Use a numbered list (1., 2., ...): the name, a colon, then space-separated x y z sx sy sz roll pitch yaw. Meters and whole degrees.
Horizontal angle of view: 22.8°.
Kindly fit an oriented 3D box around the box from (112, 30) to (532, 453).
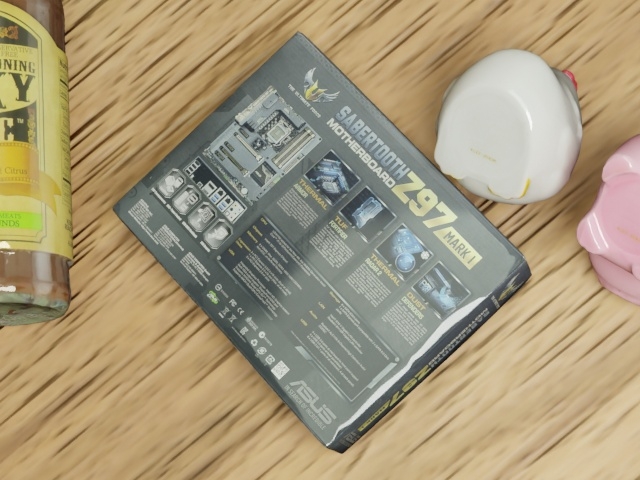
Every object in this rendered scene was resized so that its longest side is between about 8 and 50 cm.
1. box: 0.000 0.000 1.084 0.183 0.059 0.232 -44 74 0

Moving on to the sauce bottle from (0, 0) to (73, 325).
1. sauce bottle: -0.235 -0.115 1.127 0.111 0.111 0.344 -7 78 9

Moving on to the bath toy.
1. bath toy: 0.231 -0.006 1.010 0.348 0.129 0.151 34 124 20
